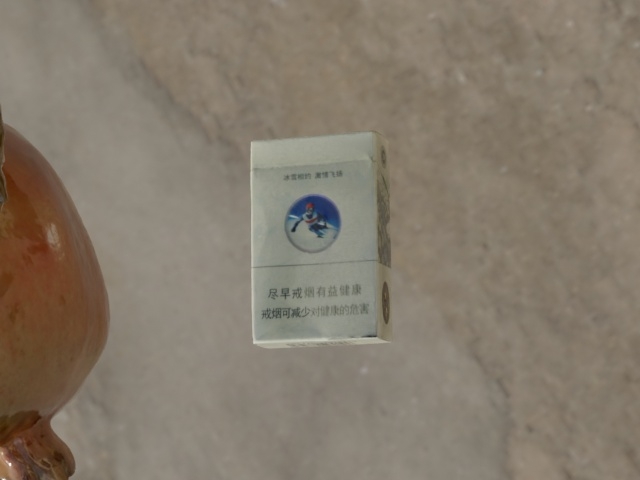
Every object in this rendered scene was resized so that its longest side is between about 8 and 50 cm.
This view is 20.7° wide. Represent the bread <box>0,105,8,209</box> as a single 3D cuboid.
[{"bbox_3d":[-0.193,-0.052,0.664,0.134,0.129,0.260,-13,103,14],"label":"bread"}]

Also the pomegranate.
[{"bbox_3d":[-0.249,0.051,1.143,0.270,0.229,0.252,54,154,0],"label":"pomegranate"}]

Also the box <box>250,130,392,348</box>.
[{"bbox_3d":[0.000,0.000,0.696,0.054,0.024,0.083,-4,81,19],"label":"box"}]
